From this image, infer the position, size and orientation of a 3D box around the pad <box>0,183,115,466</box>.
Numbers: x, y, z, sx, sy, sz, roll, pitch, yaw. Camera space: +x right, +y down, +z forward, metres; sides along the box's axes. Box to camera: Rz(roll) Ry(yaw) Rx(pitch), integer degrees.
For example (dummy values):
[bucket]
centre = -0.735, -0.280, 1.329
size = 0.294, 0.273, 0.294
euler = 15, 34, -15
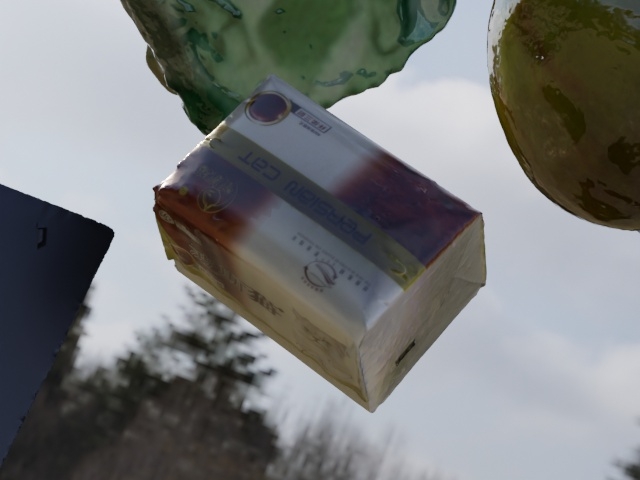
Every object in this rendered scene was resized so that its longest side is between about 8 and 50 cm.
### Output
[pad]
centre = -0.257, 0.070, 1.065
size = 0.159, 0.265, 0.009
euler = 21, -30, 3

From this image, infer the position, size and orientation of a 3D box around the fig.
[fig]
centre = 0.074, -0.051, 0.402
size = 0.098, 0.082, 0.084
euler = 39, -50, -1

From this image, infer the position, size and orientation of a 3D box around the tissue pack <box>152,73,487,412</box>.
[tissue pack]
centre = 0.000, -0.001, 0.883
size = 0.149, 0.106, 0.099
euler = 34, -20, 23

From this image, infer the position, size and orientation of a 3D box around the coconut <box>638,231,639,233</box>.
[coconut]
centre = 0.310, -0.103, 1.080
size = 0.233, 0.245, 0.233
euler = -1, 12, 0

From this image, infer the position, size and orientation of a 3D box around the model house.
[model house]
centre = -0.095, -0.228, 1.087
size = 0.267, 0.194, 0.325
euler = 62, -14, -25
